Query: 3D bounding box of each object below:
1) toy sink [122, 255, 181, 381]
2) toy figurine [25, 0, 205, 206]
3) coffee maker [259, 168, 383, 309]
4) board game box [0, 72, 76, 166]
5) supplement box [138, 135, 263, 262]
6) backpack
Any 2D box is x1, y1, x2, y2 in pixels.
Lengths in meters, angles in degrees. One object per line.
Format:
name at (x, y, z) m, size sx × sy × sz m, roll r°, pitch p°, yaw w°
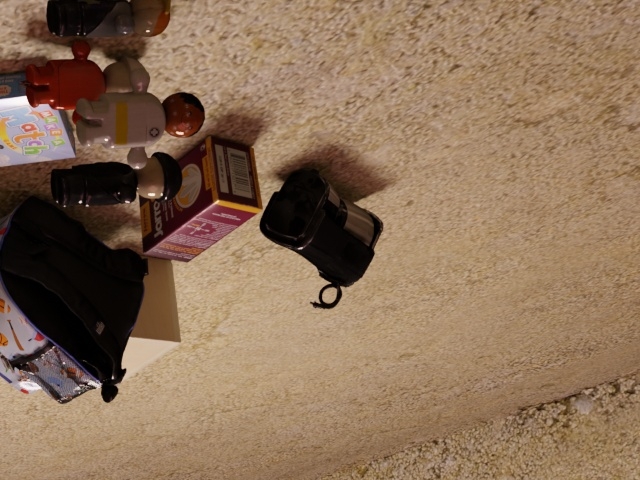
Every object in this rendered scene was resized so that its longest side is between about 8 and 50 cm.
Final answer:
toy sink at (-0.358, 0.138, 1.887) m, size 0.131 × 0.152 × 0.234 m, roll 11°, pitch 150°, yaw -38°
toy figurine at (-0.222, -0.154, 1.227) m, size 0.148 × 0.213 × 0.209 m, roll -7°, pitch 155°, yaw -29°
coffee maker at (0.000, 0.000, 1.696) m, size 0.120 × 0.171 × 0.178 m, roll -5°, pitch 160°, yaw 31°
board game box at (-0.424, -0.142, 1.379) m, size 0.212 × 0.039 × 0.160 m, roll -9°, pitch 155°, yaw -5°
supplement box at (-0.174, -0.055, 1.586) m, size 0.081 × 0.104 × 0.188 m, roll 13°, pitch 147°, yaw -39°
backpack at (-0.405, 0.079, 1.627) m, size 0.213 × 0.276 × 0.263 m, roll -21°, pitch 127°, yaw 20°
